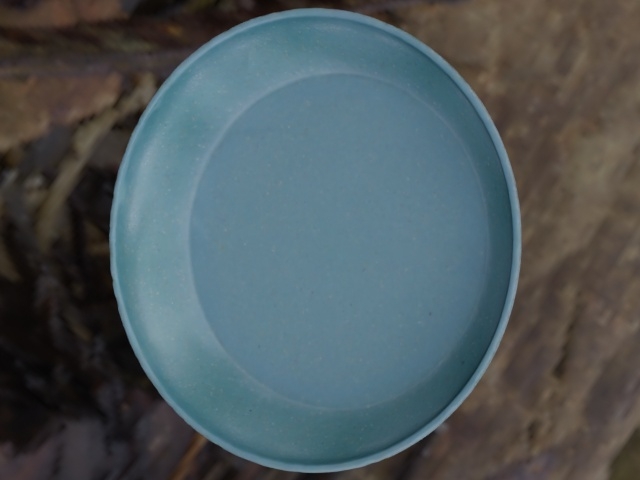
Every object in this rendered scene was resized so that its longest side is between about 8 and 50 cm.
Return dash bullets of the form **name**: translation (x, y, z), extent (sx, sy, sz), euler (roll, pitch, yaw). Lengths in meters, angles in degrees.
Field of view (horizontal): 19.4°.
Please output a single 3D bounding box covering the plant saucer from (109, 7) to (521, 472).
- **plant saucer**: translation (0.000, 0.000, 0.488), extent (0.021, 0.119, 0.119), euler (2, 118, -63)
